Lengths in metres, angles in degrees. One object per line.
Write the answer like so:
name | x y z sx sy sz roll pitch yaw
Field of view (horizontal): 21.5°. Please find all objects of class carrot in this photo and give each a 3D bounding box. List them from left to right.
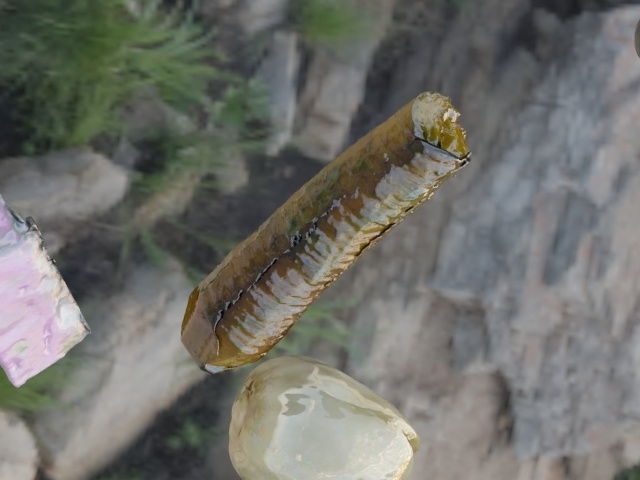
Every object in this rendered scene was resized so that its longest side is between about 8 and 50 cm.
carrot | 0.000 0.000 1.107 0.070 0.260 0.070 31 36 -26

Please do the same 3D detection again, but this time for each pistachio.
pistachio | 0.006 0.170 1.363 0.200 0.145 0.117 45 50 -45

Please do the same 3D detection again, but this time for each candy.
candy | -0.351 0.027 1.805 0.116 0.155 0.265 -37 152 -12

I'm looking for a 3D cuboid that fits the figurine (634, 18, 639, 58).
figurine | 0.378 -0.190 1.244 0.412 0.241 0.306 31 62 -44
